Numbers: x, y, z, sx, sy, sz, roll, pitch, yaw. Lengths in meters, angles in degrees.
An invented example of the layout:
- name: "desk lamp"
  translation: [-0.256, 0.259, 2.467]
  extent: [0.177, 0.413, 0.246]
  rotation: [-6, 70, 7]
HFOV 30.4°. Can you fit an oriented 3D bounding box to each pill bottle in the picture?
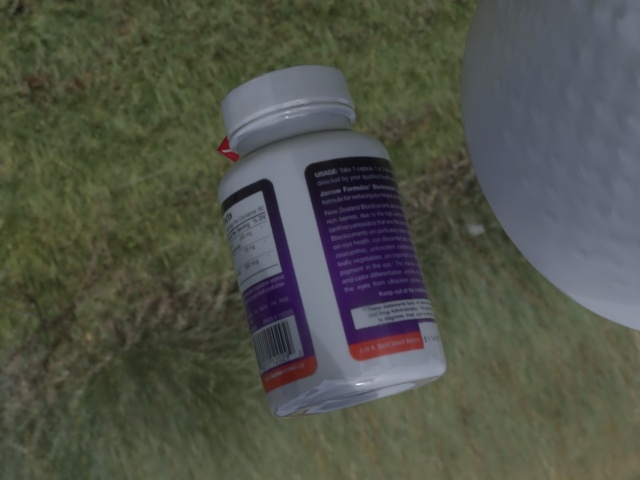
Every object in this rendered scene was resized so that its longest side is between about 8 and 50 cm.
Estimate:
- name: "pill bottle"
  translation: [0.000, 0.000, 0.700]
  extent: [0.108, 0.193, 0.108]
  rotation: [-13, 168, -3]

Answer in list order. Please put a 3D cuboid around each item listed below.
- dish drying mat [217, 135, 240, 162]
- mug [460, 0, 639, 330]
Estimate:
- name: "dish drying mat"
  translation: [-0.067, -0.115, 1.174]
  extent: [0.083, 0.032, 0.008]
  rotation: [-57, -179, -7]
- name: "mug"
  translation: [0.225, -0.146, 0.554]
  extent: [0.276, 0.374, 0.328]
  rotation: [-34, 180, -18]
